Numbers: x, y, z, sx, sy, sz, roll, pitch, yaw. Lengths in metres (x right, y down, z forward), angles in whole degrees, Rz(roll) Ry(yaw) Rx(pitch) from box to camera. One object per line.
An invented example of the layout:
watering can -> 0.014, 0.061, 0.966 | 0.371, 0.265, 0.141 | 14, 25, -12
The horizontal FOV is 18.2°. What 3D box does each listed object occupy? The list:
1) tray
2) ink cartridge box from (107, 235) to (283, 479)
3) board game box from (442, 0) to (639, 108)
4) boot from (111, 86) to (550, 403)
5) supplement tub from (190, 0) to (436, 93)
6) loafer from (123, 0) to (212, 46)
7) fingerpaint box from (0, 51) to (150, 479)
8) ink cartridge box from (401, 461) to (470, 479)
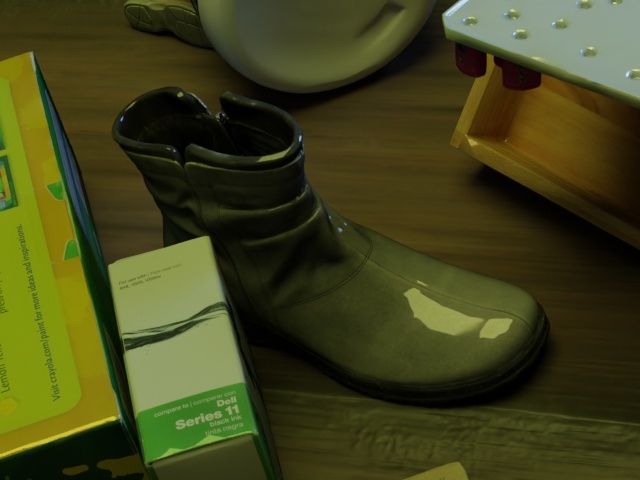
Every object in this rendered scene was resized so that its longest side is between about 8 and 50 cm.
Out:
tray -> 0.303, -0.083, 1.551 | 0.411, 0.076, 0.203 | 32, 107, 37
ink cartridge box -> -0.089, 0.123, 1.498 | 0.087, 0.153, 0.208 | -17, 46, 0
board game box -> 0.354, -0.176, 1.454 | 0.390, 0.050, 0.390 | 25, 49, 32
boot -> 0.000, 0.000, 1.537 | 0.338, 0.223, 0.118 | 9, 50, 24
supplement tub -> -0.039, -0.311, 1.842 | 0.228, 0.228, 0.316 | -22, 45, -4
loafer -> -0.132, -0.219, 1.915 | 0.125, 0.045, 0.039 | 16, 47, 33
fingerpaint box -> -0.349, 0.092, 1.600 | 0.371, 0.163, 0.445 | -19, 45, -3
ink cartridge box -> 0.049, 0.287, 1.344 | 0.193, 0.088, 0.235 | -21, 46, -1
